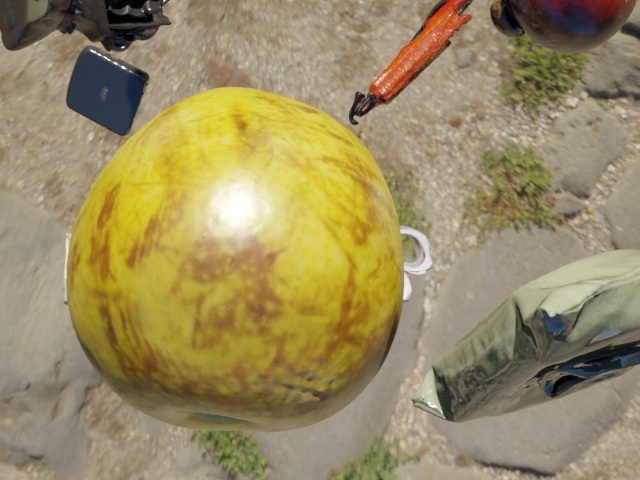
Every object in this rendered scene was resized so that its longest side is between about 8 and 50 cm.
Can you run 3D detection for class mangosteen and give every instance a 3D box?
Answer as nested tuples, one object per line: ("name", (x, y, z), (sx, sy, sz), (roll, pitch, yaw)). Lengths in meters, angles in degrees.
("mangosteen", (0.364, -0.392, 1.466), (0.215, 0.257, 0.215), (4, 83, -34))

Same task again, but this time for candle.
("candle", (0.151, -0.309, 1.592), (0.302, 0.084, 0.059), (-46, 114, -3))

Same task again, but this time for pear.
("pear", (-0.064, 0.016, 0.732), (0.280, 0.281, 0.281), (-1, 108, -4))

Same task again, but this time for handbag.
("handbag", (0.256, 0.094, 0.951), (0.253, 0.316, 0.109), (-10, 66, -20))

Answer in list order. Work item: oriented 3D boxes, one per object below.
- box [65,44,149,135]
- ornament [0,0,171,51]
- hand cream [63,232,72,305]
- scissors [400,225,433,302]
("box", (-0.356, -0.250, 1.562), (0.125, 0.027, 0.126), (28, 123, -1))
("ornament", (-0.242, -0.328, 1.040), (0.260, 0.106, 0.251), (-10, 78, -43))
("hand cream", (-0.488, 0.063, 1.868), (0.037, 0.165, 0.057), (-27, 143, 35))
("scissors", (0.027, -0.010, 0.972), (0.189, 0.015, 0.100), (36, 61, 3))
